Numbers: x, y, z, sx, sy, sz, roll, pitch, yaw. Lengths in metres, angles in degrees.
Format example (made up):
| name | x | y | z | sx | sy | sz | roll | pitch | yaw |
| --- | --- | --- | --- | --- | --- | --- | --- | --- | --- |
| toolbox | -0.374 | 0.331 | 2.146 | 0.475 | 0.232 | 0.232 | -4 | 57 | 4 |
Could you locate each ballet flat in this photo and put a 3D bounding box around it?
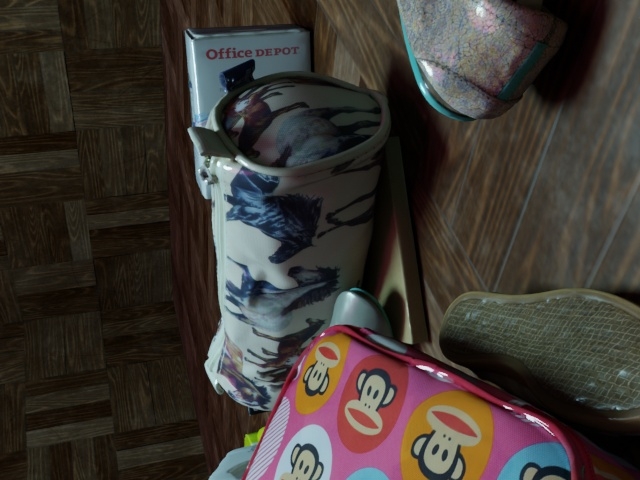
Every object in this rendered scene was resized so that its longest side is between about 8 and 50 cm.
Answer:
| name | x | y | z | sx | sy | sz | roll | pitch | yaw |
| --- | --- | --- | --- | --- | --- | --- | --- | --- | --- |
| ballet flat | 0.085 | -0.231 | 0.532 | 0.106 | 0.107 | 0.316 | -44 | 58 | 46 |
| ballet flat | 0.036 | 0.132 | 0.818 | 0.072 | 0.068 | 0.213 | 29 | 152 | 23 |

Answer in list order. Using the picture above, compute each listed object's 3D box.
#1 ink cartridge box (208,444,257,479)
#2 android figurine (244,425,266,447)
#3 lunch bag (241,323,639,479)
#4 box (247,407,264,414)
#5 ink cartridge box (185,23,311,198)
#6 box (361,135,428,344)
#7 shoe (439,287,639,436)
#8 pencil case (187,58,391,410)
| name | x | y | z | sx | sy | sz | roll | pitch | yaw |
| --- | --- | --- | --- | --- | --- | --- | --- | --- | --- |
| ink cartridge box | -0.003 | 0.425 | 0.834 | 0.279 | 0.160 | 0.385 | 60 | -162 | -87 |
| android figurine | -0.100 | 0.489 | 1.555 | 0.273 | 0.056 | 0.248 | -134 | 39 | -64 |
| lunch bag | 0.045 | 0.203 | 0.478 | 0.293 | 0.120 | 0.258 | 17 | 80 | 63 |
| box | -0.124 | 0.169 | 1.374 | 0.175 | 0.051 | 0.220 | -113 | 17 | -47 |
| ink cartridge box | -0.094 | -0.176 | 1.047 | 0.093 | 0.154 | 0.213 | -125 | 31 | -63 |
| box | 0.061 | 0.003 | 0.823 | 0.164 | 0.021 | 0.201 | 170 | 93 | -74 |
| shoe | 0.152 | 0.070 | 0.484 | 0.077 | 0.058 | 0.219 | -65 | 20 | -5 |
| pencil case | -0.044 | 0.019 | 0.828 | 0.410 | 0.183 | 0.160 | 98 | 161 | -46 |
